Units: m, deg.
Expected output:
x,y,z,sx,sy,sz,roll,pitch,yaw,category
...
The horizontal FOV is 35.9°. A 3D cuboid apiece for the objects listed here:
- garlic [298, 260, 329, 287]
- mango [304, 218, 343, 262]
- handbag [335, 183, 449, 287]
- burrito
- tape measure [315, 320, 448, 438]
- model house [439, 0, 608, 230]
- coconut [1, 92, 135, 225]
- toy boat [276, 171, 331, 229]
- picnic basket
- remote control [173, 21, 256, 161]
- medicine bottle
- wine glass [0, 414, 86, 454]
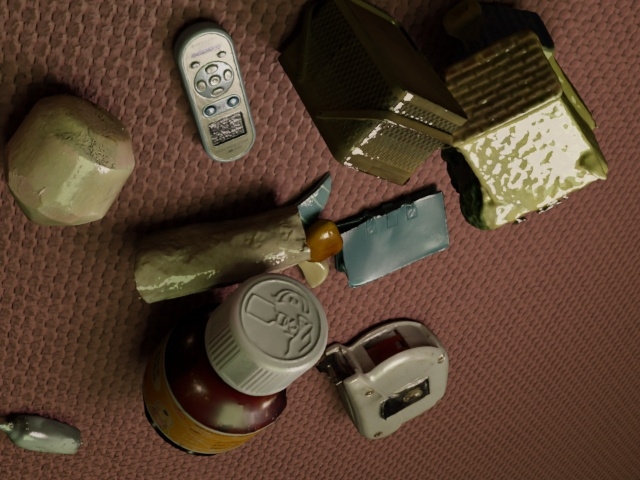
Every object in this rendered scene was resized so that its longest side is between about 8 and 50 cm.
x,y,z,sx,sy,sz,roll,pitch,yaw,category
-0.012,0.049,1.806,0.053,0.041,0.083,-24,133,9,garlic
0.000,0.000,1.729,0.080,0.060,0.114,-19,164,-23,mango
0.133,-0.009,1.831,0.221,0.057,0.144,-20,134,-15,handbag
-0.162,0.022,1.592,0.299,0.143,0.105,-12,106,-16,burrito
0.144,0.291,2.078,0.265,0.130,0.258,-27,137,-8,tape measure
0.270,-0.216,1.552,0.261,0.321,0.266,-26,126,17,model house
-0.350,-0.101,1.340,0.170,0.171,0.183,24,114,-45,coconut
-0.017,-0.060,1.697,0.122,0.034,0.096,-37,145,2,toy boat
0.071,-0.223,1.422,0.165,0.267,0.139,15,128,-46,picnic basket
-0.154,-0.215,1.446,0.087,0.047,0.244,-26,139,-13,remote control
-0.138,0.194,1.639,0.242,0.243,0.395,-2,152,-31,medicine bottle
-0.528,0.332,1.727,0.074,0.074,0.262,-47,138,15,wine glass
